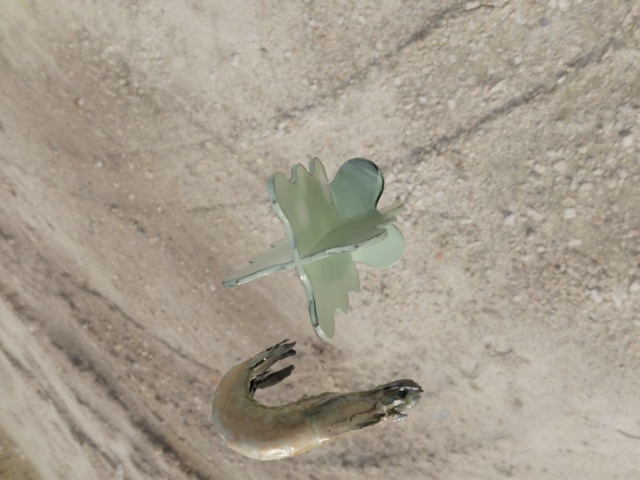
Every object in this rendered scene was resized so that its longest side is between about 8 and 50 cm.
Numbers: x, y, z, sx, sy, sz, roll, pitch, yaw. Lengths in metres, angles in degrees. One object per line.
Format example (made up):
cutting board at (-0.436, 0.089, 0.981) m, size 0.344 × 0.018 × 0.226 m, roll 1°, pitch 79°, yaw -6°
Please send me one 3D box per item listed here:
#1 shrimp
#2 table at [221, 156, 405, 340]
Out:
shrimp at (-0.006, 0.162, 0.660) m, size 0.152 × 0.219 × 0.046 m, roll -115°, pitch 19°, yaw -60°
table at (0.000, 0.000, 0.637) m, size 0.167 × 0.198 × 0.166 m, roll 3°, pitch 103°, yaw 13°
